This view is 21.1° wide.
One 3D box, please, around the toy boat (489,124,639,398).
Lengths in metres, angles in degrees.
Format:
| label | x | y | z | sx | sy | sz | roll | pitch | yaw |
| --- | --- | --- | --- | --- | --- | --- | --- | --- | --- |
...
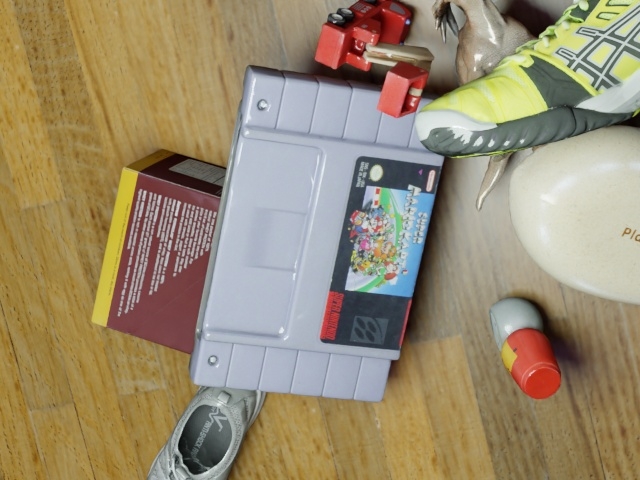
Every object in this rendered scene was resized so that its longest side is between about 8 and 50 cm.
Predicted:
| label | x | y | z | sx | sy | sz | roll | pitch | yaw |
| --- | --- | --- | --- | --- | --- | --- | --- | --- | --- |
| toy boat | 0.283 | 0.016 | 1.850 | 0.267 | 0.148 | 0.318 | 23 | 112 | -21 |

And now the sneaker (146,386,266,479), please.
| label | x | y | z | sx | sy | sz | roll | pitch | yaw |
| --- | --- | --- | --- | --- | --- | --- | --- | --- | --- |
| sneaker | -0.160 | 0.273 | 2.049 | 0.105 | 0.115 | 0.281 | 23 | 107 | 9 |

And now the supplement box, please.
| label | x | y | z | sx | sy | sz | roll | pitch | yaw |
| --- | --- | --- | --- | --- | --- | --- | --- | --- | --- |
| supplement box | -0.134 | 0.021 | 1.978 | 0.194 | 0.129 | 0.191 | 17 | 106 | 11 |

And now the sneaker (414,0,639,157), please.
| label | x | y | z | sx | sy | sz | roll | pitch | yaw |
| --- | --- | --- | --- | --- | --- | --- | --- | --- | --- |
| sneaker | 0.265 | -0.183 | 1.693 | 0.385 | 0.145 | 0.147 | -20 | 94 | -10 |

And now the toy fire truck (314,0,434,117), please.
| label | x | y | z | sx | sy | sz | roll | pitch | yaw |
| --- | --- | --- | --- | --- | --- | --- | --- | --- | --- |
| toy fire truck | 0.070 | -0.201 | 1.835 | 0.135 | 0.192 | 0.047 | 25 | 121 | 15 |

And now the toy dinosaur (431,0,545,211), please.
| label | x | y | z | sx | sy | sz | roll | pitch | yaw |
| --- | --- | --- | --- | --- | --- | --- | --- | --- | --- |
| toy dinosaur | 0.182 | -0.188 | 1.846 | 0.127 | 0.200 | 0.295 | -21 | 131 | -21 |

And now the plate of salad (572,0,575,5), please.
| label | x | y | z | sx | sy | sz | roll | pitch | yaw |
| --- | --- | --- | --- | --- | --- | --- | --- | --- | --- |
| plate of salad | 0.368 | -0.254 | 1.820 | 0.200 | 0.048 | 0.200 | 3 | 104 | 11 |

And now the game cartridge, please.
| label | x | y | z | sx | sy | sz | roll | pitch | yaw |
| --- | --- | --- | --- | --- | --- | --- | --- | --- | --- |
| game cartridge | 0.000 | 0.000 | 1.863 | 0.230 | 0.068 | 0.355 | 8 | 107 | -12 |
